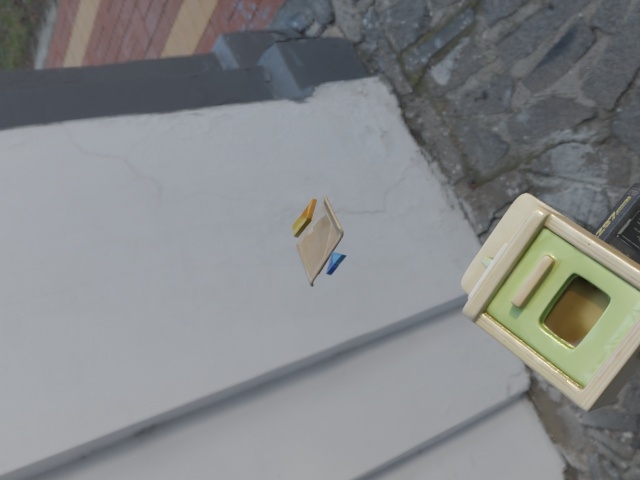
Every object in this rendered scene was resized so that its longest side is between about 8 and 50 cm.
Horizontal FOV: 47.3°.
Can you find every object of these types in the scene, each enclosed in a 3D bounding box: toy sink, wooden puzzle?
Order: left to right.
[{"bbox_3d":[0.000,0.000,0.734,0.079,0.014,0.116,-58,29,31],"label":"wooden puzzle"},{"bbox_3d":[0.262,0.056,0.829,0.234,0.131,0.153,41,107,31],"label":"toy sink"}]

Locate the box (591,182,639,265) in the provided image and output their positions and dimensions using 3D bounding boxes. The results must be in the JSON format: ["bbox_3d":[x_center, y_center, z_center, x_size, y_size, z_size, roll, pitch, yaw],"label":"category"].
[{"bbox_3d":[0.448,0.066,0.945,0.232,0.059,0.183,36,98,1],"label":"box"}]
